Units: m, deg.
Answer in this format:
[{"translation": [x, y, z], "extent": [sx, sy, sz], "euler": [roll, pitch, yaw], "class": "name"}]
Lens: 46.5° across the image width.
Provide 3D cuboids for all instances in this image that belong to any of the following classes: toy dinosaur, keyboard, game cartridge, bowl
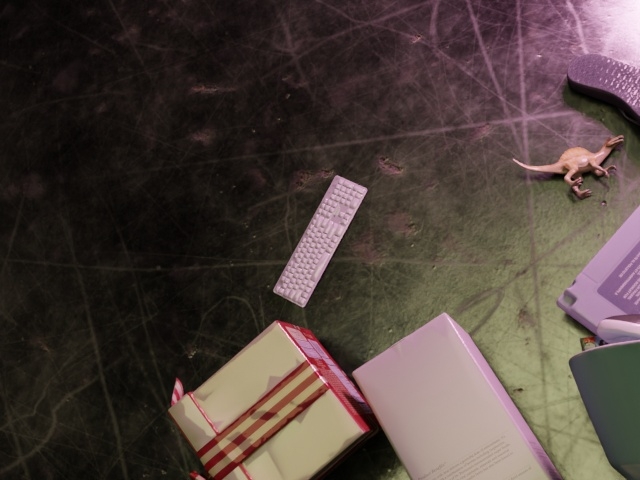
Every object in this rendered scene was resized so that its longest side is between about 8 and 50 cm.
[{"translation": [0.430, -0.121, 1.268], "extent": [0.183, 0.053, 0.092], "euler": [-15, 52, 9], "class": "toy dinosaur"}, {"translation": [0.000, 0.000, 1.414], "extent": [0.072, 0.014, 0.256], "euler": [25, 83, 27], "class": "keyboard"}, {"translation": [0.533, 0.049, 1.139], "extent": [0.294, 0.060, 0.196], "euler": [-46, 60, -5], "class": "game cartridge"}, {"translation": [0.482, 0.230, 0.942], "extent": [0.312, 0.311, 0.163], "euler": [-5, 69, 21], "class": "bowl"}]

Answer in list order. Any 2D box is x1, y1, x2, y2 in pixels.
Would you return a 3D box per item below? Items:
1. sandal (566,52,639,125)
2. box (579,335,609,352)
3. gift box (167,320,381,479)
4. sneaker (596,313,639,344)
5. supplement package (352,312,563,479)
[{"translation": [0.537, -0.244, 1.263], "extent": [0.097, 0.054, 0.254], "euler": [-43, 52, -4], "class": "sandal"}, {"translation": [0.461, 0.210, 1.144], "extent": [0.094, 0.027, 0.137], "euler": [-12, 68, 15], "class": "box"}, {"translation": [-0.082, 0.288, 1.219], "extent": [0.258, 0.255, 0.276], "euler": [-42, 68, 2], "class": "gift box"}, {"translation": [0.538, 0.095, 1.037], "extent": [0.296, 0.104, 0.146], "euler": [5, 71, 8], "class": "sneaker"}, {"translation": [0.212, 0.289, 1.135], "extent": [0.178, 0.175, 0.293], "euler": [-34, 63, 10], "class": "supplement package"}]
